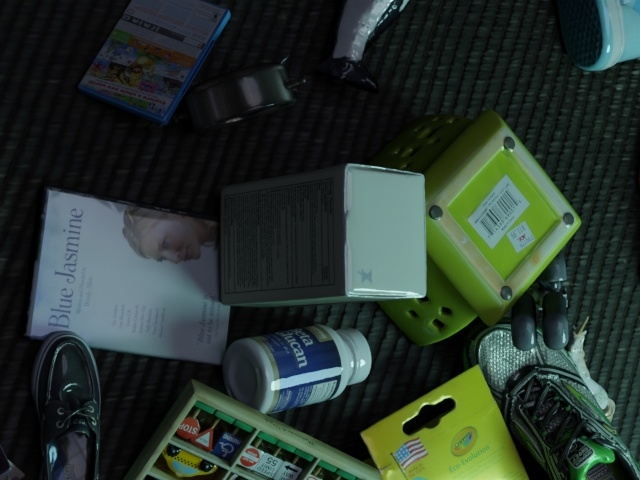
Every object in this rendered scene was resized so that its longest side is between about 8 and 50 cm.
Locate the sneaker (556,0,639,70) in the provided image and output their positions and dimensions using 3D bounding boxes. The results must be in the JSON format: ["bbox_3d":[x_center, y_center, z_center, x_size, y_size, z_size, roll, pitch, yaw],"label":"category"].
[{"bbox_3d":[0.434,-0.405,2.068,0.208,0.127,0.319,-9,97,-26],"label":"sneaker"}]

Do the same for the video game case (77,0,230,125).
[{"bbox_3d":[-0.196,-0.225,1.734,0.119,0.015,0.166,22,69,15],"label":"video game case"}]

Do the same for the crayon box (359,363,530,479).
[{"bbox_3d":[0.172,0.340,1.852,0.202,0.081,0.318,-26,96,-28],"label":"crayon box"}]

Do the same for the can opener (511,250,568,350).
[{"bbox_3d":[0.274,0.065,1.847,0.076,0.283,0.095,-2,98,8],"label":"can opener"}]

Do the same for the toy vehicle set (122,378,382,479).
[{"bbox_3d":[-0.081,0.287,1.706,0.267,0.035,0.166,28,103,-21],"label":"toy vehicle set"}]

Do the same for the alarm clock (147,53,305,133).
[{"bbox_3d":[-0.116,-0.166,1.748,0.192,0.129,0.064,-20,92,-7],"label":"alarm clock"}]

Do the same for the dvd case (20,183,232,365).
[{"bbox_3d":[-0.218,0.043,1.720,0.253,0.022,0.180,10,79,-26],"label":"dvd case"}]

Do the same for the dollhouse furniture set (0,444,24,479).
[{"bbox_3d":[-0.386,0.266,1.610,0.114,0.091,0.081,-33,142,-5],"label":"dollhouse furniture set"}]

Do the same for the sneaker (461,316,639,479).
[{"bbox_3d":[0.315,0.235,1.871,0.134,0.146,0.343,-41,88,-1],"label":"sneaker"}]

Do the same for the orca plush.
[{"bbox_3d":[0.101,-0.317,1.894,0.102,0.151,0.287,36,62,-53],"label":"orca plush"}]

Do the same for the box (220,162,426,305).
[{"bbox_3d":[0.000,0.000,1.709,0.127,0.232,0.148,4,83,-41],"label":"box"}]

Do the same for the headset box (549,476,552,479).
[{"bbox_3d":[0.343,0.317,1.973,0.062,0.032,0.083,-27,95,-28],"label":"headset box"}]

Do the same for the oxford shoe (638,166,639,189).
[{"bbox_3d":[0.517,-0.048,2.074,0.097,0.098,0.271,4,82,-27],"label":"oxford shoe"}]

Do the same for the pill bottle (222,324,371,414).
[{"bbox_3d":[-0.025,0.152,1.761,0.169,0.094,0.094,-9,87,-38],"label":"pill bottle"}]

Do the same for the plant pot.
[{"bbox_3d":[0.172,-0.023,1.830,0.228,0.207,0.227,-46,105,-24],"label":"plant pot"}]

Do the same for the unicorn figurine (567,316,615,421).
[{"bbox_3d":[0.347,0.194,1.983,0.111,0.060,0.162,-51,123,-24],"label":"unicorn figurine"}]

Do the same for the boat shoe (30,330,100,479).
[{"bbox_3d":[-0.279,0.215,1.626,0.080,0.076,0.228,6,85,-26],"label":"boat shoe"}]
